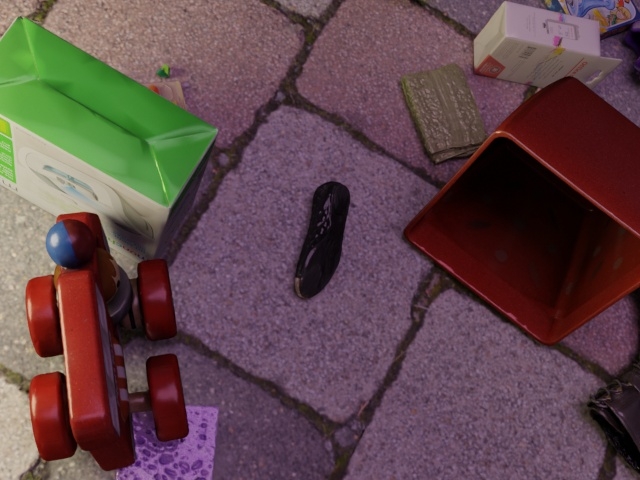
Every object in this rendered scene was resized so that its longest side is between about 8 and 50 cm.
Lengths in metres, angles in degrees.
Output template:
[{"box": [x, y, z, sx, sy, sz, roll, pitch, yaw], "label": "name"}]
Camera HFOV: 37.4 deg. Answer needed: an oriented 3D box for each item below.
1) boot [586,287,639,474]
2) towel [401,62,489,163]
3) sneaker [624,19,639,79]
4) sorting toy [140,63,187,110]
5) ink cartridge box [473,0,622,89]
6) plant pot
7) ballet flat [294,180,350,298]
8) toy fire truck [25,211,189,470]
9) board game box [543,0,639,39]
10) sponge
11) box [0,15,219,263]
[{"box": [0.462, 0.179, 1.334, 0.229, 0.091, 0.263, -28, 83, -23], "label": "boot"}, {"box": [0.187, -0.192, 1.421, 0.110, 0.027, 0.148, -16, 77, -19], "label": "towel"}, {"box": [0.563, -0.269, 1.527, 0.105, 0.095, 0.236, -11, 70, -12], "label": "sneaker"}, {"box": [-0.222, -0.207, 1.316, 0.062, 0.012, 0.083, -10, 75, -19], "label": "sorting toy"}, {"box": [0.349, -0.293, 1.455, 0.198, 0.115, 0.067, 9, 69, -14], "label": "ink cartridge box"}, {"box": [0.323, -0.062, 1.303, 0.267, 0.267, 0.235, 38, 52, 0], "label": "plant pot"}, {"box": [0.000, 0.000, 1.298, 0.057, 0.049, 0.173, 30, 68, -34], "label": "ballet flat"}, {"box": [-0.247, 0.099, 1.048, 0.169, 0.254, 0.302, -8, 65, -9], "label": "toy fire truck"}, {"box": [0.427, -0.425, 1.567, 0.136, 0.035, 0.201, -23, 79, -22], "label": "board game box"}, {"box": [-0.190, 0.299, 1.136, 0.117, 0.031, 0.210, 8, 69, -13], "label": "sponge"}, {"box": [-0.277, -0.109, 1.146, 0.262, 0.231, 0.126, 30, 65, -4], "label": "box"}]
